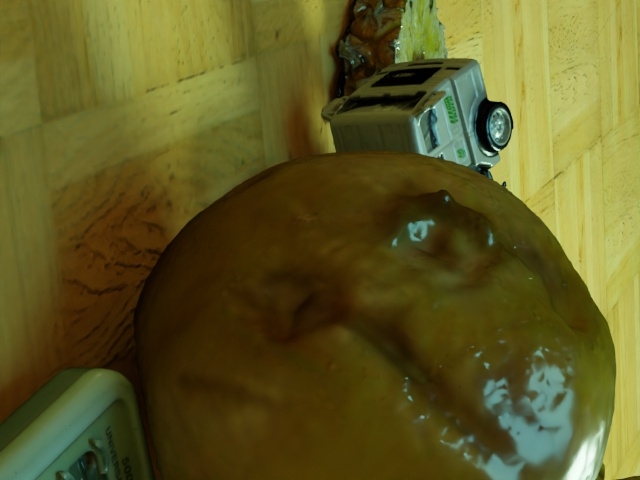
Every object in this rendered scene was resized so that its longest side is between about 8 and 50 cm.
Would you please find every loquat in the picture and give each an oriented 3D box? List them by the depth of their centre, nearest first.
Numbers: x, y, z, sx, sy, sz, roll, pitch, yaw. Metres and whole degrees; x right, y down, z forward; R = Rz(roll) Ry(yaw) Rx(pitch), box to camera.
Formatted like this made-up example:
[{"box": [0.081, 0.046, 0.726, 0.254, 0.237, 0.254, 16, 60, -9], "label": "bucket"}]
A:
[{"box": [0.029, 0.092, 0.777, 0.276, 0.276, 0.283, -62, 160, -44], "label": "loquat"}]

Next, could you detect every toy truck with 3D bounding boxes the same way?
[{"box": [0.084, -0.003, 1.019, 0.125, 0.101, 0.242, -37, 119, -42], "label": "toy truck"}]

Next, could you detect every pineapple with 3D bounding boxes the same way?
[{"box": [0.066, -0.113, 1.138, 0.221, 0.047, 0.221, 3, 90, -67], "label": "pineapple"}]

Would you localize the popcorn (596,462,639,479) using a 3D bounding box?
[{"box": [0.204, 0.280, 1.179, 0.316, 0.297, 0.280, 6, 83, -37], "label": "popcorn"}]

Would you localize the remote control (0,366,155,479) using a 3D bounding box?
[{"box": [-0.172, 0.180, 0.602, 0.335, 0.066, 0.128, -46, 130, -56], "label": "remote control"}]
